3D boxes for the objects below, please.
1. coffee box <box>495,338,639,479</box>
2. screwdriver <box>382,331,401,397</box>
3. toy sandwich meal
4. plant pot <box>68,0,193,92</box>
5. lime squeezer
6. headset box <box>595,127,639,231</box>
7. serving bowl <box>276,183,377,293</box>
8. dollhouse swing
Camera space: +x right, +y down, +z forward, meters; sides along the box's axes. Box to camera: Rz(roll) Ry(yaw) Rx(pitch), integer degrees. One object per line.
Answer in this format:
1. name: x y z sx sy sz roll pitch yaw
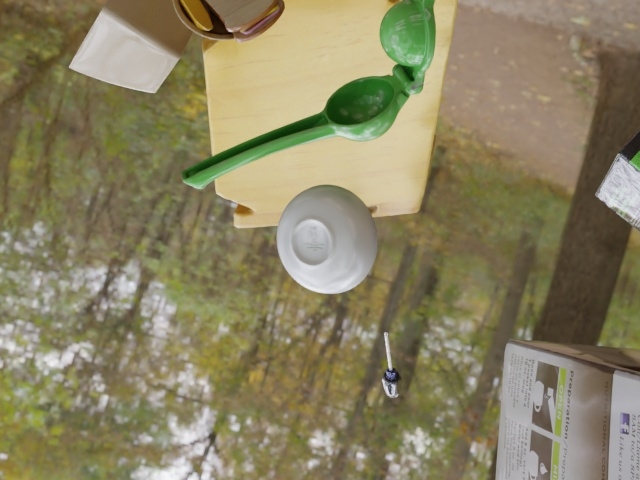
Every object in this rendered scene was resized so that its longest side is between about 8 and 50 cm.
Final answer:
1. coffee box: 0.164 0.095 0.339 0.141 0.098 0.246 5 179 -8
2. screwdriver: 0.082 0.148 1.191 0.024 0.025 0.170 1 154 8
3. toy sandwich meal: -0.069 -0.183 0.742 0.086 0.085 0.029 16 165 3
4. plant pot: -0.199 -0.229 1.121 0.096 0.109 0.109 31 139 -15
5. lime squeezer: 0.032 -0.141 0.732 0.110 0.310 0.059 32 -157 -20
6. headset box: 0.448 -0.073 0.983 0.283 0.246 0.131 42 172 15
7. serving bowl: 0.000 0.000 0.759 0.083 0.083 0.027 17 -167 27
8. dollhouse swing: 0.023 -0.247 1.149 0.315 0.305 0.346 -5 144 -5
